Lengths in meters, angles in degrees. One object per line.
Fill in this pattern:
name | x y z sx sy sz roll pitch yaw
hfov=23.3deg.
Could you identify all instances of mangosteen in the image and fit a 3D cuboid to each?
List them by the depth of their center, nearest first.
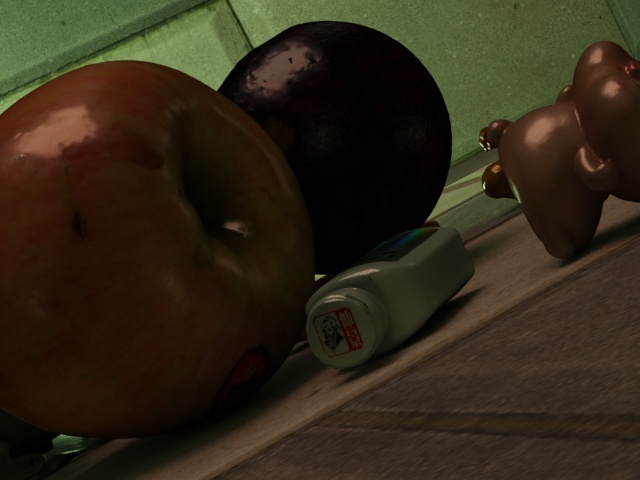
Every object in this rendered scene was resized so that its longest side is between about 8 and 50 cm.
mangosteen | -0.015 -0.127 1.837 0.306 0.359 0.306 -29 -36 -23

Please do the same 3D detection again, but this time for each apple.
apple | -0.201 0.015 1.552 0.346 0.391 0.391 -26 3 35

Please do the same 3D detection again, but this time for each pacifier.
pacifier | -0.357 0.257 1.763 0.083 0.064 0.068 -28 20 -12

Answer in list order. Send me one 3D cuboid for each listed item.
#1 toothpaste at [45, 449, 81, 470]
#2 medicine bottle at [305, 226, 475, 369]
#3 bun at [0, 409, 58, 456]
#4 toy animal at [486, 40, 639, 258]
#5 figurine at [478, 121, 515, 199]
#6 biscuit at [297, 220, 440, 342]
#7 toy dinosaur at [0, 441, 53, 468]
toothpaste | -0.300 0.254 1.806 0.024 0.015 0.083 -28 -3 7
medicine bottle | 0.056 0.054 1.423 0.121 0.083 0.229 -23 5 25
bun | -0.400 0.205 1.882 0.195 0.118 0.195 -14 -2 -1
toy animal | 0.263 -0.086 1.396 0.197 0.171 0.171 -30 2 12
figurine | 0.269 -0.116 2.159 0.176 0.122 0.121 -40 -22 -48
biscuit | 0.033 0.062 1.886 0.202 0.047 0.334 -22 7 47
toy dinosaur | -0.371 0.274 1.857 0.126 0.039 0.162 -25 3 -16
